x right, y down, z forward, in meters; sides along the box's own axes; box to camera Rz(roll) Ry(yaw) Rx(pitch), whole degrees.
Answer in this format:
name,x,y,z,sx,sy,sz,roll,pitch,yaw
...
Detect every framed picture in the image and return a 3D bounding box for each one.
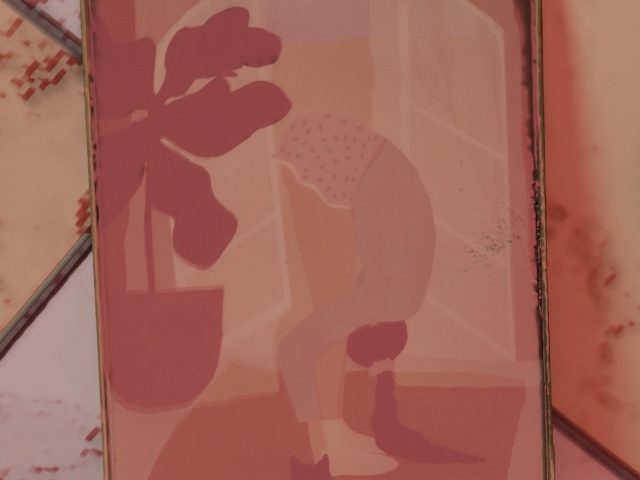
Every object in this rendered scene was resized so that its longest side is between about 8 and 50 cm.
name,x,y,z,sx,sy,sz,roll,pitch,yaw
framed picture,0.000,0.000,0.567,0.136,0.010,0.200,-2,96,0
